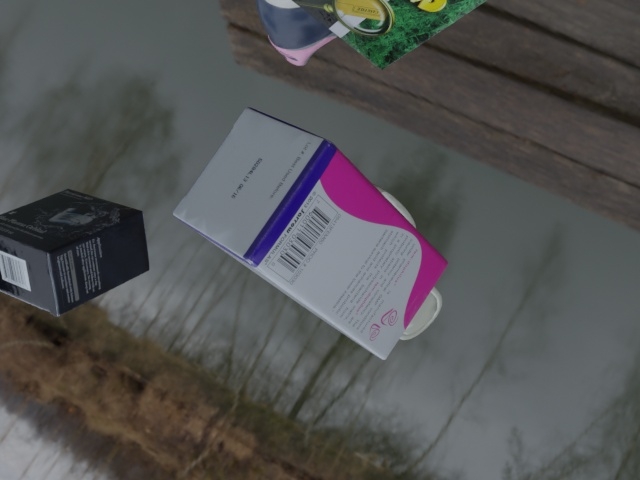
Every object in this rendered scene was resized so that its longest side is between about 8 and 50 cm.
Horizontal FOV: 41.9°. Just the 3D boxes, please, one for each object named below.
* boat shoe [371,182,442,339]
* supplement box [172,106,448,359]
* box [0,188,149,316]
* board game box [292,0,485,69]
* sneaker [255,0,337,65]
[{"bbox_3d":[0.061,0.018,1.032,0.099,0.116,0.319,46,175,38],"label":"boat shoe"},{"bbox_3d":[0.000,0.000,0.720,0.114,0.111,0.220,29,172,43],"label":"supplement box"},{"bbox_3d":[-0.339,0.010,1.101,0.156,0.158,0.093,16,119,32],"label":"box"},{"bbox_3d":[0.075,-0.220,0.597,0.136,0.030,0.260,31,152,-22],"label":"board game box"},{"bbox_3d":[0.063,-0.306,0.891,0.112,0.319,0.131,48,161,26],"label":"sneaker"}]
